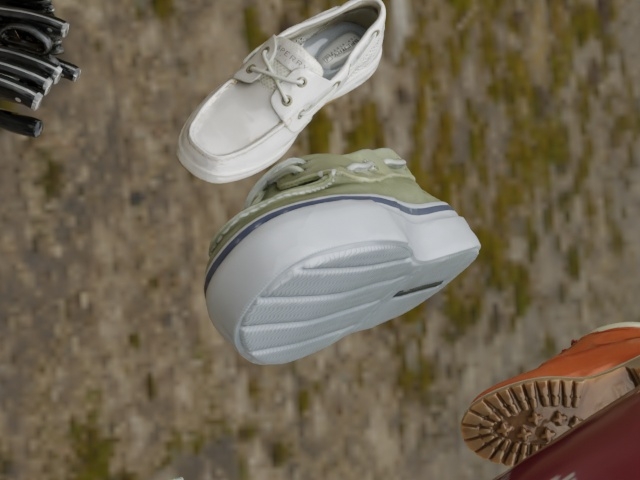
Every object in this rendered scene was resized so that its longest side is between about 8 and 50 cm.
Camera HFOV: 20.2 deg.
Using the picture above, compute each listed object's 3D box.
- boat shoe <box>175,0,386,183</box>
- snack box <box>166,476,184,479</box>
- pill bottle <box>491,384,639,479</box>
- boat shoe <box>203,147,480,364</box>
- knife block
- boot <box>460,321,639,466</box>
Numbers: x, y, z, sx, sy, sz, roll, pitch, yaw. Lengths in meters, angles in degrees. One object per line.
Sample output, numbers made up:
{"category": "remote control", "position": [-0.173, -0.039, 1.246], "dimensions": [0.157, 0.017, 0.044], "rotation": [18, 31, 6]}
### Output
{"category": "boat shoe", "position": [-0.036, -0.162, 1.779], "dimensions": [0.277, 0.098, 0.096], "rotation": [-43, 166, -32]}
{"category": "snack box", "position": [-0.174, 0.248, 1.306], "dimensions": [0.207, 0.175, 0.070], "rotation": [98, -20, -66]}
{"category": "pill bottle", "position": [0.085, 0.204, 0.655], "dimensions": [0.224, 0.392, 0.224], "rotation": [51, 13, -17]}
{"category": "boat shoe", "position": [0.000, 0.000, 1.013], "dimensions": [0.094, 0.109, 0.302], "rotation": [50, 16, 13]}
{"category": "knife block", "position": [-0.371, -0.168, 1.667], "dimensions": [0.088, 0.276, 0.242], "rotation": [84, -16, -51]}
{"category": "boot", "position": [0.158, 0.093, 1.119], "dimensions": [0.084, 0.158, 0.059], "rotation": [-119, -164, -68]}
